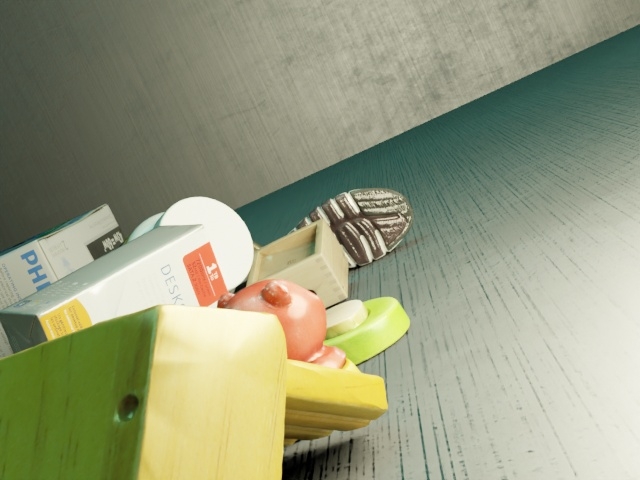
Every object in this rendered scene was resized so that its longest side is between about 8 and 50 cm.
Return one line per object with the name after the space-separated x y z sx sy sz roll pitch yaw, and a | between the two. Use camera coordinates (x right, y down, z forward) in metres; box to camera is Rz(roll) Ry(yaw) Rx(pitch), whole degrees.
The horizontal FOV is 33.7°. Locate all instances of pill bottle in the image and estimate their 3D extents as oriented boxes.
-0.209 0.054 1.438 0.162 0.162 0.278 -31 -4 -37 | pill bottle

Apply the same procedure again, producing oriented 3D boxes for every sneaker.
0.000 0.000 1.562 0.281 0.106 0.162 -25 5 4 | sneaker

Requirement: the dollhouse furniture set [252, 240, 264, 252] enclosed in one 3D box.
-0.166 0.065 1.906 0.151 0.123 0.144 -59 2 11 | dollhouse furniture set

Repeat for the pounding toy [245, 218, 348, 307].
-0.034 0.057 1.388 0.141 0.100 0.130 -26 22 14 | pounding toy

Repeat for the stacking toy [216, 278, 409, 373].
-0.074 0.097 1.055 0.309 0.130 0.279 -19 10 34 | stacking toy

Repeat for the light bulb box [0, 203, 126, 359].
-0.553 0.127 1.969 0.361 0.225 0.358 -24 8 12 | light bulb box

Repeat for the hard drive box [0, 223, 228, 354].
-0.210 0.108 1.178 0.089 0.181 0.232 -2 23 46 | hard drive box

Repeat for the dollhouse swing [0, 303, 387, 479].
-0.140 0.219 0.714 0.347 0.305 0.315 -20 52 30 | dollhouse swing
